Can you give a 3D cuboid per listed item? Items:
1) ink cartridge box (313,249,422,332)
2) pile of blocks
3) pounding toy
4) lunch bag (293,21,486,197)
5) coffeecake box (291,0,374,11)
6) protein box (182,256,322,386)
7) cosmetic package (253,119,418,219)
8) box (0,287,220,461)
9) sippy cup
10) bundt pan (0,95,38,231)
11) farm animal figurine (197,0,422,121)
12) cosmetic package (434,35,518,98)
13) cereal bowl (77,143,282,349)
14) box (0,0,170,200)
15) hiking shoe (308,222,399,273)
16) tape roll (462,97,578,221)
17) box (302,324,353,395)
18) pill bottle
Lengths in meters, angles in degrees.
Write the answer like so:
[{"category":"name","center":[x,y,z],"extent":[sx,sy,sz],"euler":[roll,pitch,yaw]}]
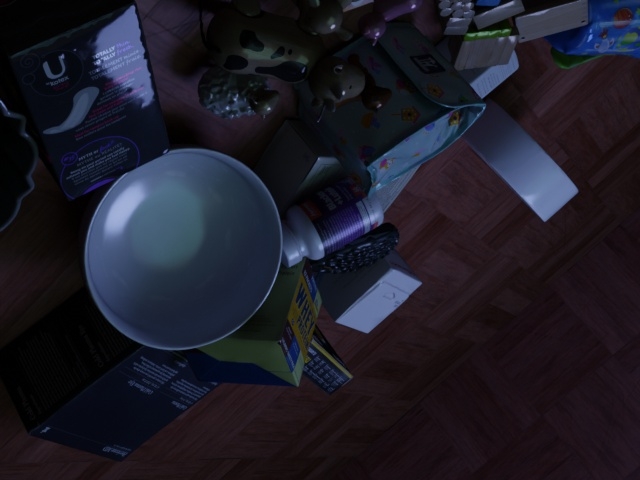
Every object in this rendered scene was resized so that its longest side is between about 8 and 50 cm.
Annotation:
[{"category":"ink cartridge box","center":[0.063,0.050,1.855],"extent":[0.168,0.232,0.171],"euler":[-44,152,12]},{"category":"pile of blocks","center":[0.246,-0.426,1.455],"extent":[0.149,0.112,0.362],"euler":[-18,154,15]},{"category":"pounding toy","center":[0.438,-0.476,1.576],"extent":[0.206,0.181,0.094],"euler":[-13,156,12]},{"category":"lunch bag","center":[0.122,-0.240,1.493],"extent":[0.262,0.223,0.160],"euler":[-34,158,-11]},{"category":"coffeecake box","center":[0.053,-0.424,1.299],"extent":[0.186,0.068,0.142],"euler":[-25,149,-23]},{"category":"protein box","center":[-0.124,0.142,1.592],"extent":[0.200,0.201,0.136],"euler":[0,136,17]},{"category":"cosmetic package","center":[0.032,-0.131,1.675],"extent":[0.309,0.113,0.160],"euler":[-1,136,-48]},{"category":"box","center":[-0.382,0.241,1.684],"extent":[0.312,0.179,0.343],"euler":[-38,152,-1]},{"category":"sippy cup","center":[0.559,-0.458,1.701],"extent":[0.224,0.240,0.305],"euler":[-13,124,-20]},{"category":"bundt pan","center":[-0.523,-0.100,1.056],"extent":[0.331,0.124,0.330],"euler":[-28,152,-17]},{"category":"farm animal figurine","center":[-0.012,-0.279,1.217],"extent":[0.327,0.172,0.330],"euler":[1,143,-5]},{"category":"cosmetic package","center":[0.249,-0.307,1.658],"extent":[0.231,0.117,0.085],"euler":[-39,154,6]},{"category":"cereal bowl","center":[-0.241,0.002,1.447],"extent":[0.339,0.141,0.338],"euler":[-8,107,-26]},{"category":"box","center":[-0.313,-0.208,1.114],"extent":[0.165,0.143,0.270],"euler":[-30,151,-19]},{"category":"hiking shoe","center":[0.000,0.000,1.711],"extent":[0.304,0.132,0.113],"euler":[-15,157,3]},{"category":"tape roll","center":[0.424,-0.174,1.886],"extent":[0.100,0.286,0.286],"euler":[-44,152,10]},{"category":"box","center":[-0.064,0.182,1.885],"extent":[0.079,0.257,0.322],"euler":[-39,152,-1]},{"category":"pill bottle","center":[0.006,-0.032,1.558],"extent":[0.194,0.108,0.108],"euler":[-29,152,-15]}]
